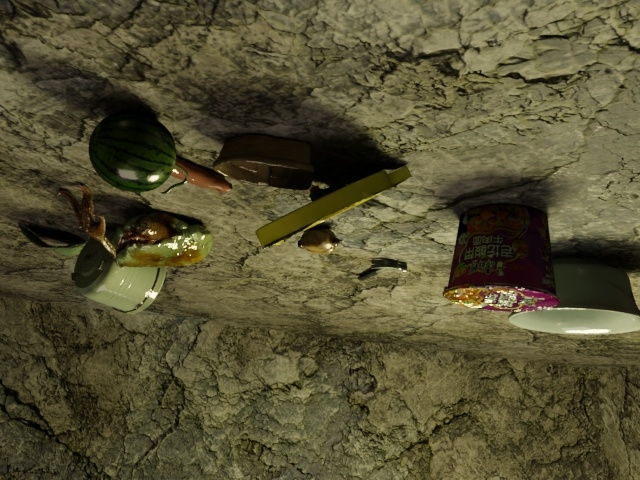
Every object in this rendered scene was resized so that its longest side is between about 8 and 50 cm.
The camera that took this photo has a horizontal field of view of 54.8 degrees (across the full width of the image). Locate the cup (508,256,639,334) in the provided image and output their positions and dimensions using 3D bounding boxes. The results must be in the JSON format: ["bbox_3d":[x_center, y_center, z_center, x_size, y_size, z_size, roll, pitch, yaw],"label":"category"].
[{"bbox_3d":[0.688,0.145,1.664,0.347,0.163,0.347,6,163,2],"label":"cup"}]

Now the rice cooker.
[{"bbox_3d":[-0.588,0.092,1.836,0.226,0.226,0.244,-10,151,42],"label":"rice cooker"}]

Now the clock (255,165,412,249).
[{"bbox_3d":[0.004,-0.072,1.190,0.293,0.071,0.277,-28,-177,-42],"label":"clock"}]

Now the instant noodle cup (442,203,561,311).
[{"bbox_3d":[0.404,0.041,1.377,0.251,0.190,0.251,6,163,2],"label":"instant noodle cup"}]

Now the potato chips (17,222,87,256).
[{"bbox_3d":[-0.837,0.005,1.916,0.228,0.059,0.167,21,167,-39],"label":"potato chips"}]

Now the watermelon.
[{"bbox_3d":[-0.314,-0.150,1.095,0.187,0.141,0.140,16,160,-40],"label":"watermelon"}]

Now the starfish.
[{"bbox_3d":[-0.562,-0.037,1.520,0.213,0.057,0.238,21,138,46],"label":"starfish"}]

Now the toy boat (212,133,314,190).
[{"bbox_3d":[-0.105,-0.148,1.156,0.188,0.061,0.116,7,164,-4],"label":"toy boat"}]

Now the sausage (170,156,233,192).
[{"bbox_3d":[-0.262,-0.138,1.277,0.047,0.041,0.176,-18,152,40],"label":"sausage"}]

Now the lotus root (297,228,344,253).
[{"bbox_3d":[0.000,0.000,1.599,0.151,0.063,0.072,0,136,40],"label":"lotus root"}]

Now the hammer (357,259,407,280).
[{"bbox_3d":[0.167,0.097,1.922,0.103,0.029,0.246,12,164,-19],"label":"hammer"}]

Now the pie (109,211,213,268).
[{"bbox_3d":[-0.431,0.016,1.676,0.274,0.106,0.257,8,148,-40],"label":"pie"}]
